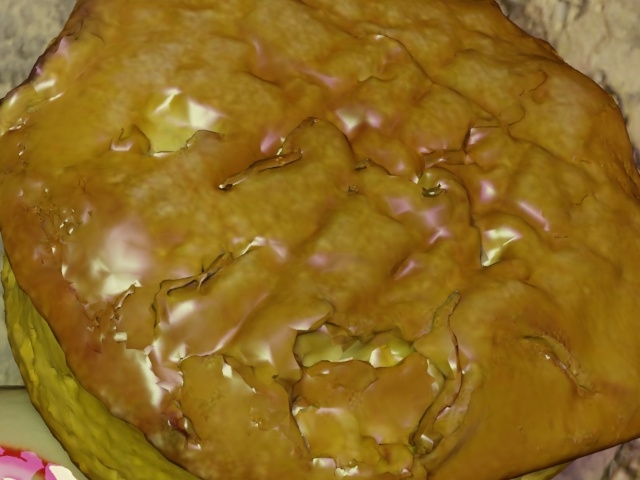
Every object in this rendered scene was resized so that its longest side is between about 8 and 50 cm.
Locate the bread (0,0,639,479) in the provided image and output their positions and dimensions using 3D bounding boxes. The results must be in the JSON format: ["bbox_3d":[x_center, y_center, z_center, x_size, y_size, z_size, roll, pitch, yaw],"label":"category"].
[{"bbox_3d":[0.000,0.000,0.996,0.398,0.215,0.398,11,52,-14],"label":"bread"}]

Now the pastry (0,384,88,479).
[{"bbox_3d":[-0.178,0.206,1.028,0.265,0.133,0.265,2,80,-9],"label":"pastry"}]
